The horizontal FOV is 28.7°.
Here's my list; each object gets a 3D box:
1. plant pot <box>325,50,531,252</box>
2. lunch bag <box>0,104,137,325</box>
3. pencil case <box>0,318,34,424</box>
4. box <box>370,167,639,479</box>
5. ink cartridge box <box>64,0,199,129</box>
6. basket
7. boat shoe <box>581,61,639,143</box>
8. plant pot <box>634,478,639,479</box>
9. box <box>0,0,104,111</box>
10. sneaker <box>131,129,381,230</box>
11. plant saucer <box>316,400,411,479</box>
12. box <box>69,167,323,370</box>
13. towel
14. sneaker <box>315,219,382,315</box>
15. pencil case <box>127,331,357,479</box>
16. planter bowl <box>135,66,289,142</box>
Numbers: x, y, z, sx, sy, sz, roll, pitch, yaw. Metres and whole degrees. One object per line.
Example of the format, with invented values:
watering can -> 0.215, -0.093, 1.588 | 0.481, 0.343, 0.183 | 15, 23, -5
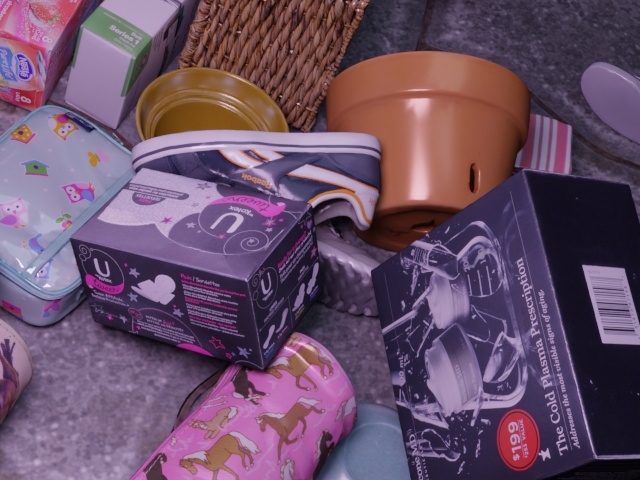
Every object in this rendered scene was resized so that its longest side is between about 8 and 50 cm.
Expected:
plant pot -> 0.149, -0.106, 1.744 | 0.291, 0.291, 0.203 | 8, 69, -15
lunch bag -> -0.340, -0.037, 1.601 | 0.224, 0.108, 0.279 | 33, 51, 6
pencil case -> -0.481, 0.241, 1.311 | 0.183, 0.160, 0.410 | 22, 49, 9
box -> 0.243, 0.139, 1.500 | 0.179, 0.312, 0.343 | 5, 63, -33
ink cartridge box -> -0.263, -0.293, 1.785 | 0.092, 0.160, 0.219 | 30, 51, 2
basket -> -0.057, -0.345, 1.809 | 0.223, 0.299, 0.213 | 20, 50, -6
boat shoe -> 0.556, -0.216, 2.076 | 0.267, 0.096, 0.088 | 33, 47, 4
plant pot -> 0.469, 0.351, 1.512 | 0.280, 0.323, 0.323 | 25, 49, -22
box -> -0.403, -0.347, 1.785 | 0.154, 0.142, 0.300 | 21, 51, -4
sneaker -> -0.080, -0.069, 1.591 | 0.321, 0.126, 0.127 | -1, 78, -3
plant saucer -> 0.072, 0.280, 1.565 | 0.195, 0.037, 0.195 | 10, 52, -13
box -> -0.144, 0.026, 1.498 | 0.247, 0.142, 0.163 | 14, 42, 24
towel -> 0.299, -0.155, 1.959 | 0.197, 0.029, 0.144 | 15, 46, 1
sneaker -> 0.000, 0.000, 1.701 | 0.281, 0.105, 0.115 | 30, 51, 3
pencil case -> -0.113, 0.269, 1.430 | 0.160, 0.167, 0.386 | 15, 43, 33
planter bowl -> -0.158, -0.134, 1.751 | 0.217, 0.090, 0.217 | 10, 53, -13
